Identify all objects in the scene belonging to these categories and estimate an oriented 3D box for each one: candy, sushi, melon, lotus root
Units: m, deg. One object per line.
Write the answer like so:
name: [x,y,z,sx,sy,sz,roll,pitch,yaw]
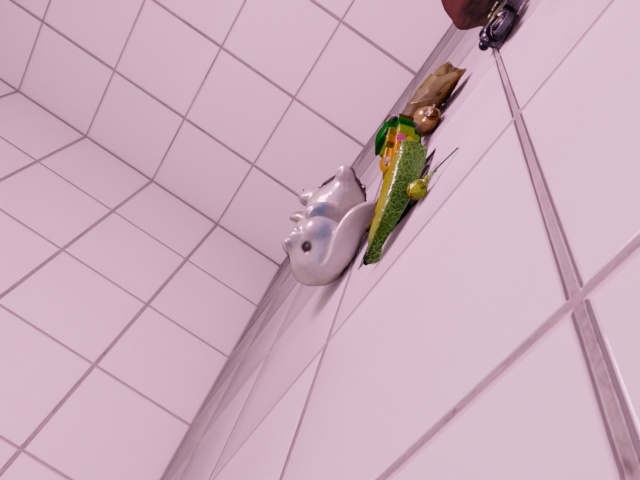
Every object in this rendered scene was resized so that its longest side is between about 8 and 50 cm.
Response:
candy: [0.201,-0.121,1.076,0.123,0.035,0.035,-48,-11,10]
sushi: [0.142,-0.081,1.263,0.220,0.047,0.231,-52,6,38]
melon: [0.125,-0.073,1.142,0.114,0.053,0.262,-20,43,58]
lotus root: [0.256,-0.294,1.483,0.072,0.063,0.152,-47,-2,-14]

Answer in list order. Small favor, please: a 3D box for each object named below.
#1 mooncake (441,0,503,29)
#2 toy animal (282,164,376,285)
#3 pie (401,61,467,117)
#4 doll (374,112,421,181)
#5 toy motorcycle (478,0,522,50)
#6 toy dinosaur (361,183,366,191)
mooncake: [0.419,-0.687,1.483,0.326,0.174,0.334,98,163,-47]
toy animal: [0.014,-0.021,1.457,0.289,0.174,0.249,-56,16,-13]
pie: [0.268,-0.350,1.570,0.128,0.068,0.282,-31,-14,-33]
doll: [0.179,-0.211,1.427,0.186,0.106,0.134,-85,16,-45]
toy motorcycle: [0.397,-0.484,1.351,0.124,0.061,0.193,-55,6,46]
toy dinosaur: [0.066,-0.086,1.778,0.292,0.079,0.120,140,128,-62]
